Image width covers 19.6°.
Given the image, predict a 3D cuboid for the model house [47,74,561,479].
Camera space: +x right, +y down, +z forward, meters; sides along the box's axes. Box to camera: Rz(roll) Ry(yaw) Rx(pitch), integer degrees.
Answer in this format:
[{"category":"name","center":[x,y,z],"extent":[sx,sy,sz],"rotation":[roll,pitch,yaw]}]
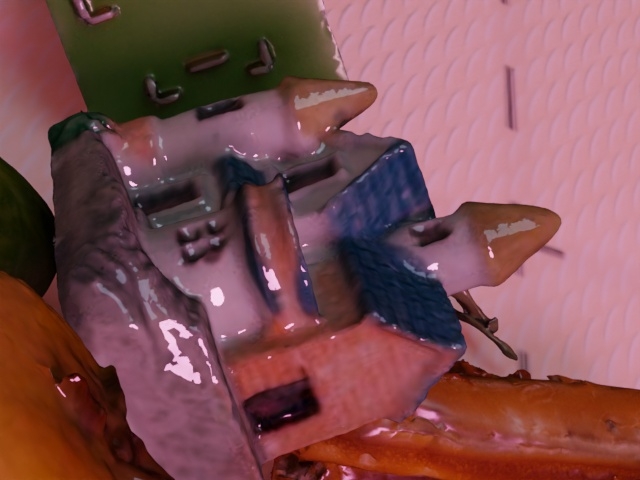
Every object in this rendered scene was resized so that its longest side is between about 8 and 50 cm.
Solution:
[{"category":"model house","center":[0.000,0.000,1.250],"extent":[0.325,0.194,0.267],"rotation":[-16,34,0]}]

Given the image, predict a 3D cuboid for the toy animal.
[{"category":"toy animal","center":[0.078,0.026,1.499],"extent":[0.220,0.086,0.069],"rotation":[41,83,-2]}]

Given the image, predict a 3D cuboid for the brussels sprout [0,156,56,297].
[{"category":"brussels sprout","center":[-0.267,-0.015,1.279],"extent":[0.183,0.131,0.145],"rotation":[39,38,-3]}]

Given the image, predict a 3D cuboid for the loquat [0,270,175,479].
[{"category":"loquat","center":[-0.250,0.182,1.019],"extent":[0.359,0.328,0.328],"rotation":[-24,60,6]}]

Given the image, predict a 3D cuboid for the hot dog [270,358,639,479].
[{"category":"hot dog","center":[0.125,0.160,1.366],"extent":[0.349,0.158,0.117],"rotation":[8,32,-22]}]

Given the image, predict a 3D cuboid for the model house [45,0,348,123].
[{"category":"model house","center":[-0.056,-0.278,1.527],"extent":[0.323,0.340,0.300],"rotation":[-95,166,-68]}]
